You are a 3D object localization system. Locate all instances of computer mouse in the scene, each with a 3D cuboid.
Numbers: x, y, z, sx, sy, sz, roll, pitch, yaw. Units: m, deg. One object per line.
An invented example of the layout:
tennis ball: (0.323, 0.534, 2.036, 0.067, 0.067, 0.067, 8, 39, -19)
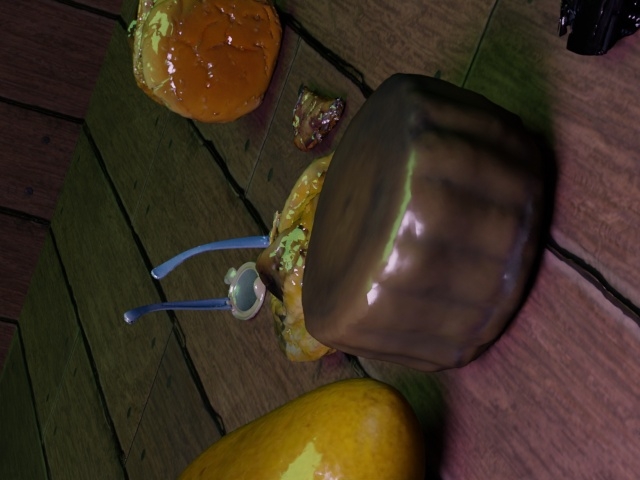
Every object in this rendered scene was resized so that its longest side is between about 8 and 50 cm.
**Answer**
computer mouse: (0.274, -0.268, 1.443, 0.146, 0.077, 0.242, -93, 27, -47)

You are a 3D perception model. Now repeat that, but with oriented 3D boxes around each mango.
mango: (-0.035, 0.302, 1.662, 0.445, 0.220, 0.301, -50, 24, 31)

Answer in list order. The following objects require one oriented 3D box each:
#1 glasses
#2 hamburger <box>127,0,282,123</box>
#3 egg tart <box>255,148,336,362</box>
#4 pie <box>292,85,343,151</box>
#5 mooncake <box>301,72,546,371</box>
glasses: (-0.146, 0.069, 2.184, 0.088, 0.220, 0.190, 56, 140, 13)
hamburger: (-0.175, -0.302, 2.485, 0.163, 0.244, 0.244, -156, 82, -71)
egg tart: (0.000, 0.000, 1.925, 0.297, 0.132, 0.297, -52, 25, 37)
pie: (-0.010, -0.165, 2.202, 0.092, 0.034, 0.170, -70, 20, 1)
mooncake: (0.101, -0.017, 1.593, 0.290, 0.161, 0.290, -164, 90, -72)
